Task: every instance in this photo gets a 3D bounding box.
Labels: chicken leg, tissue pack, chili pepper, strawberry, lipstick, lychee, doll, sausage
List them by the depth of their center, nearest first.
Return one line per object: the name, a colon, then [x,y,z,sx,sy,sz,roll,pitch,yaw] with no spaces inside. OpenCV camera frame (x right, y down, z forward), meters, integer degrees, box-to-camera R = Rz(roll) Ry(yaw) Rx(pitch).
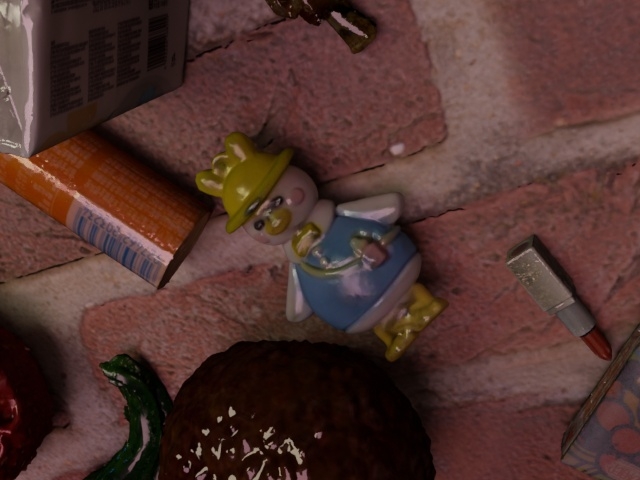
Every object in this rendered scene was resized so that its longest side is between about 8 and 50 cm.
tissue pack: [-0.213,-0.179,0.625,0.145,0.229,0.159,14,117,12]
chicken leg: [-0.034,-0.209,0.649,0.178,0.070,0.093,34,95,-13]
lipstick: [0.212,0.056,0.704,0.030,0.030,0.129,-36,98,28]
tissue pack: [0.291,0.153,0.705,0.109,0.060,0.148,26,118,7]
doll: [-0.001,0.001,0.713,0.241,0.098,0.135,39,140,-4]
lychee: [-0.022,0.205,0.725,0.261,0.260,0.260,7,116,15]
sausage: [-0.255,-0.076,0.768,0.312,0.093,0.093,33,120,2]
strawberry: [-0.429,0.182,0.892,0.261,0.257,0.261,0,89,2]
chili pepper: [-0.234,0.255,0.929,0.122,0.065,0.279,36,118,10]
